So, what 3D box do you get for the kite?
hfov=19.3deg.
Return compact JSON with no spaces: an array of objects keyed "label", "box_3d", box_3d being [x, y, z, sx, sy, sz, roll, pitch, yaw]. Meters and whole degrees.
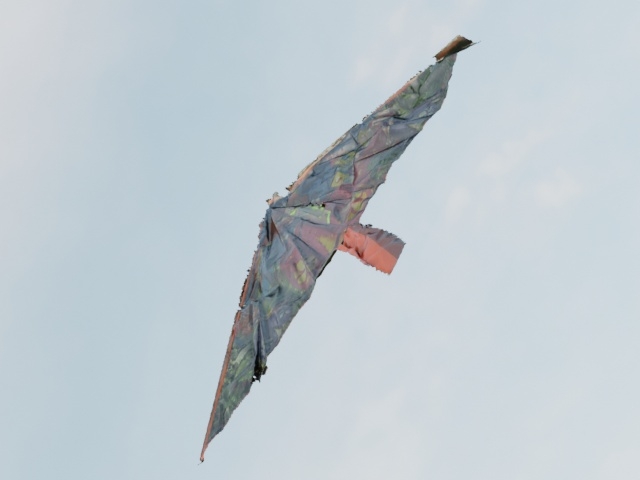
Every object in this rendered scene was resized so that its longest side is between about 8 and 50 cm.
[{"label":"kite","box_3d":[0.000,0.000,0.873,0.009,0.189,0.232,35,-96,-19]}]
